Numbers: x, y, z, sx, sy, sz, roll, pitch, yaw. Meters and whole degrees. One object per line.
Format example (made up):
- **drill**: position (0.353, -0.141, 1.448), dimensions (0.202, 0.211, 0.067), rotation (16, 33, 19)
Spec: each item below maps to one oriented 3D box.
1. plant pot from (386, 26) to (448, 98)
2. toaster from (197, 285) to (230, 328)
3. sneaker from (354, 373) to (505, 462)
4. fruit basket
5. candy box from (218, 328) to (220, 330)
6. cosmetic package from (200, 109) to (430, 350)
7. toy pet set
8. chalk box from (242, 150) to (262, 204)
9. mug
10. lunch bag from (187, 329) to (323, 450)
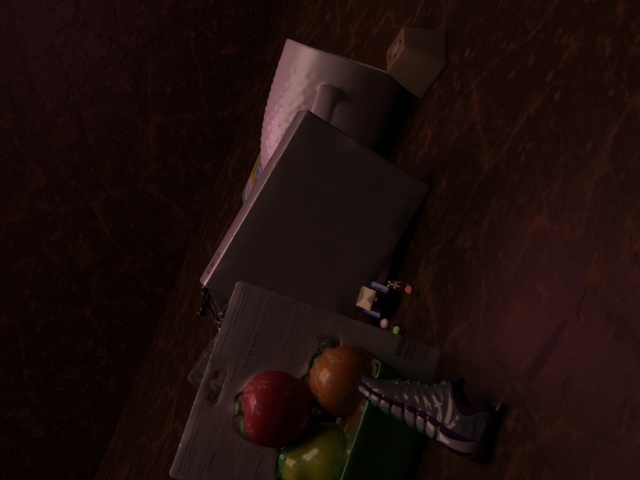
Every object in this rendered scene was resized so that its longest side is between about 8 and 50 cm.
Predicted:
- **plant pot**: position (0.197, -0.383, 1.989), dimensions (0.109, 0.096, 0.109), rotation (126, 157, -44)
- **toaster**: position (-0.154, 0.105, 2.054), dimensions (0.227, 0.147, 0.129), rotation (-51, 55, 36)
- **sneaker**: position (0.156, 0.228, 1.364), dimensions (0.224, 0.083, 0.098), rotation (26, 83, 32)
- **fruit basket**: position (-0.020, 0.271, 1.509), dimensions (0.165, 0.353, 0.326), rotation (149, 139, -86)
- **candy box**: position (-0.154, 0.156, 2.209), dimensions (0.164, 0.196, 0.070), rotation (60, 137, 32)
- **cosmetic package**: position (-0.010, -0.014, 1.795), dimensions (0.377, 0.284, 0.097), rotation (-59, 13, -1)
- **toy pet set**: position (0.125, 0.129, 1.746), dimensions (0.114, 0.065, 0.122), rotation (21, 95, 38)
- **chalk box**: position (-0.091, -0.126, 2.443), dimensions (0.288, 0.179, 0.180), rotation (-65, 18, 16)
- **mug**: position (0.001, -0.245, 2.089), dimensions (0.374, 0.276, 0.327), rotation (-72, 1, -78)
- **lunch bag**: position (-0.101, 0.284, 1.950), dimensions (0.213, 0.256, 0.305), rotation (-32, -13, -40)
